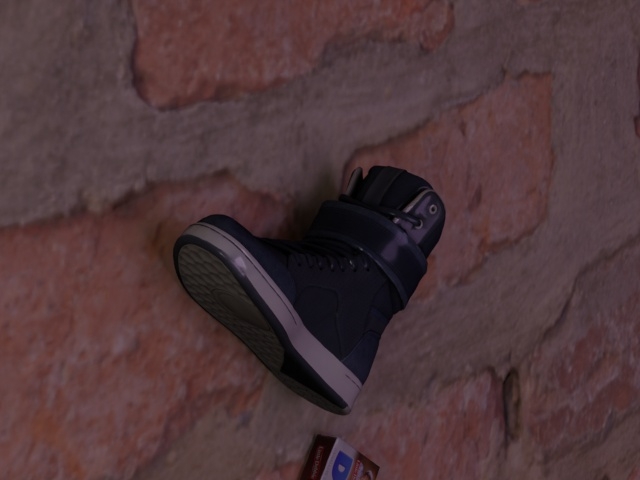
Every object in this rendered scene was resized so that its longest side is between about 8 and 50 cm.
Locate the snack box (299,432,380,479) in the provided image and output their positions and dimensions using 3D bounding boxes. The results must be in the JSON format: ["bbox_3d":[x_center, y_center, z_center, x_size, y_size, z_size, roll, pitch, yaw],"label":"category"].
[{"bbox_3d":[-0.010,0.233,1.152,0.064,0.022,0.178,41,64,-46],"label":"snack box"}]

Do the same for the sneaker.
[{"bbox_3d":[-0.001,0.000,1.061,0.163,0.086,0.226,-58,147,-13],"label":"sneaker"}]
